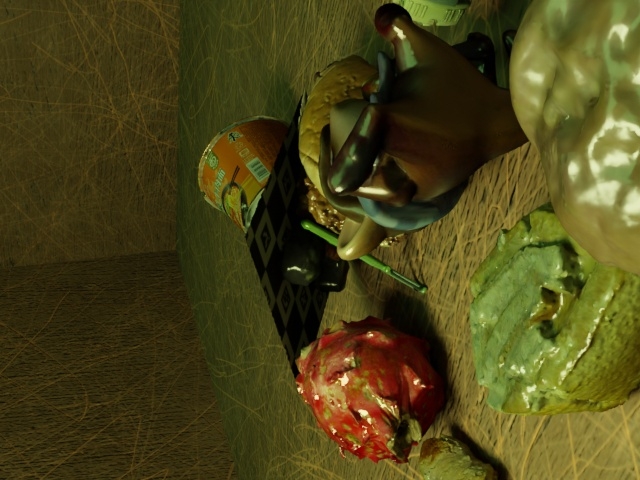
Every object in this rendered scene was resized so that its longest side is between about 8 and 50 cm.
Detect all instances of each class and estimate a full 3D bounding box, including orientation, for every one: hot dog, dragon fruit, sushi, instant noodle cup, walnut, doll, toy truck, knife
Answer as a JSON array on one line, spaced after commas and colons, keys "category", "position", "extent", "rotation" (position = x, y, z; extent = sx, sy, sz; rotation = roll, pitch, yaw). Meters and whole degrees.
[{"category": "hot dog", "position": [0.187, 0.316, 1.119], "extent": [0.061, 0.078, 0.169], "rotation": [48, 174, -20]}, {"category": "dragon fruit", "position": [0.079, 0.218, 1.220], "extent": [0.205, 0.210, 0.268], "rotation": [48, -179, -24]}, {"category": "sushi", "position": [0.000, 0.000, 1.329], "extent": [0.359, 0.064, 0.343], "rotation": [-72, -25, -45]}, {"category": "instant noodle cup", "position": [-0.102, -0.104, 1.660], "extent": [0.182, 0.230, 0.230], "rotation": [50, 143, 44]}, {"category": "walnut", "position": [0.245, -0.103, 0.538], "extent": [0.273, 0.227, 0.273], "rotation": [169, 90, -76]}, {"category": "doll", "position": [0.095, -0.126, 0.952], "extent": [0.209, 0.318, 0.340], "rotation": [49, 162, 6]}, {"category": "toy truck", "position": [0.128, -0.322, 0.988], "extent": [0.116, 0.085, 0.191], "rotation": [113, 162, -51]}, {"category": "knife", "position": [0.060, 0.021, 1.230], "extent": [0.015, 0.212, 0.054], "rotation": [-61, 16, 2]}]

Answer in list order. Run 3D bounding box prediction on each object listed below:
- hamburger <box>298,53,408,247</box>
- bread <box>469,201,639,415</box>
[{"category": "hamburger", "position": [0.051, -0.126, 1.238], "extent": [0.282, 0.245, 0.155], "rotation": [43, 149, 11]}, {"category": "bread", "position": [0.232, 0.057, 0.803], "extent": [0.257, 0.124, 0.186], "rotation": [109, 150, -50]}]
